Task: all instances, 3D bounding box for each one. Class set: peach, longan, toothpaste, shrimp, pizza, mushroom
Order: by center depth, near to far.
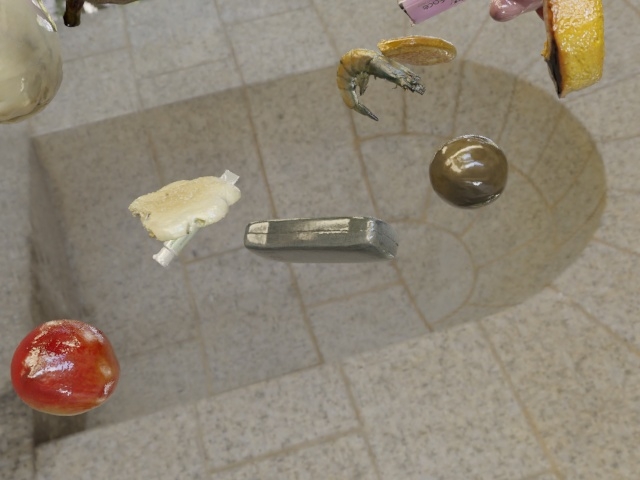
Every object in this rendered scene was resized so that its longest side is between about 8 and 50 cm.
[{"bbox_3d":[-0.545,-0.339,1.179,0.315,0.356,0.315,-156,-90,-85],"label":"mushroom"},{"bbox_3d":[-0.474,0.234,1.461,0.197,0.197,0.197,165,-90,-84],"label":"peach"},{"bbox_3d":[0.320,-0.146,1.711,0.167,0.187,0.167,-28,-124,52],"label":"longan"},{"bbox_3d":[0.133,-0.353,1.834,0.051,0.217,0.150,-32,144,-61],"label":"shrimp"},{"bbox_3d":[0.258,-0.509,2.135,0.134,0.271,0.056,163,-81,-67],"label":"pizza"},{"bbox_3d":[-0.334,-0.060,2.152,0.058,0.314,0.056,37,-5,9],"label":"toothpaste"}]

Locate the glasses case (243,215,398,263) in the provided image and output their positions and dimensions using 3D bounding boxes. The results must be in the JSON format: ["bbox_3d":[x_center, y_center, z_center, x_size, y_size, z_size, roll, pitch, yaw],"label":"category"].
[{"bbox_3d":[0.000,0.000,1.655,0.131,0.323,0.074,32,62,-55],"label":"glasses case"}]

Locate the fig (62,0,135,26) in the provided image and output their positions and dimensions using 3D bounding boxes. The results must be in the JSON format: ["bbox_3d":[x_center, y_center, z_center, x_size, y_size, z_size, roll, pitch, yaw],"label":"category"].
[{"bbox_3d":[-0.323,-0.386,1.159,0.290,0.190,0.191,-50,-135,36],"label":"fig"}]

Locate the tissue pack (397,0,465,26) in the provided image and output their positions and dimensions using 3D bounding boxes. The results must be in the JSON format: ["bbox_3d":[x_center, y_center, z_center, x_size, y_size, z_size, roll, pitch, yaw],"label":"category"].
[{"bbox_3d":[0.240,-0.633,1.820,0.092,0.148,0.246,38,37,-52],"label":"tissue pack"}]

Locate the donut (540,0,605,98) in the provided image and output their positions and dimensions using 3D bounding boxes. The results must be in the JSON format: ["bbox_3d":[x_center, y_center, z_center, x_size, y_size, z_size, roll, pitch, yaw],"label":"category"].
[{"bbox_3d":[0.450,-0.389,1.455,0.253,0.118,0.254,-6,90,-79],"label":"donut"}]

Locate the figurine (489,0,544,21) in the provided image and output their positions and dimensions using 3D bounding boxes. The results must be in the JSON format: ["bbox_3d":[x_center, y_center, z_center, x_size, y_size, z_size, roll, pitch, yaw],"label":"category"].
[{"bbox_3d":[0.587,-0.757,2.247,0.270,0.261,0.211,107,-31,-56],"label":"figurine"}]

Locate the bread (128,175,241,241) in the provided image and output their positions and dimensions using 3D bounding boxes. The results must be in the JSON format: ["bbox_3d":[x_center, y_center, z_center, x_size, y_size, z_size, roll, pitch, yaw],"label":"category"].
[{"bbox_3d":[-0.239,-0.067,1.407,0.251,0.181,0.039,31,-36,61],"label":"bread"}]
